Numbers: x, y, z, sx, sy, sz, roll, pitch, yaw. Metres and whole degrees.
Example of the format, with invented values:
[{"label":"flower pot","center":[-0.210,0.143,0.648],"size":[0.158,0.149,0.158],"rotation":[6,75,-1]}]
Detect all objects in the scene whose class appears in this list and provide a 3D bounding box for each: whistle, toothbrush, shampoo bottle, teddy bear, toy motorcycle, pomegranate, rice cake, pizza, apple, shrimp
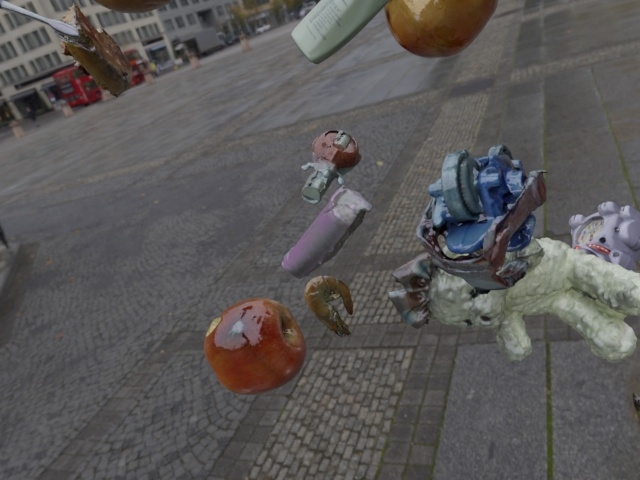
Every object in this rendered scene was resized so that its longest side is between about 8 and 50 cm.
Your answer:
[{"label":"whistle","center":[0.025,-0.221,1.525],"size":[0.134,0.142,0.346],"rotation":[-38,16,37]},{"label":"toothbrush","center":[-0.534,-0.388,0.851],"size":[0.026,0.288,0.024],"rotation":[140,146,-64]},{"label":"shampoo bottle","center":[0.052,-0.331,0.711],"size":[0.212,0.072,0.049],"rotation":[-41,-20,23]},{"label":"teddy bear","center":[0.397,0.138,1.090],"size":[0.362,0.327,0.375],"rotation":[-19,40,-26]},{"label":"toy motorcycle","center":[0.271,-0.038,0.899],"size":[0.182,0.241,0.319],"rotation":[24,24,31]},{"label":"pomegranate","center":[0.221,-0.439,0.972],"size":[0.209,0.209,0.209],"rotation":[-16,24,7]},{"label":"rice cake","center":[0.001,0.000,0.706],"size":[0.049,0.055,0.270],"rotation":[-36,-4,-24]},{"label":"pizza","center":[-0.464,-0.375,1.084],"size":[0.086,0.161,0.305],"rotation":[-30,5,0]},{"label":"apple","center":[-0.127,0.198,0.985],"size":[0.199,0.199,0.199],"rotation":[-16,24,7]},{"label":"shrimp","center":[0.044,0.203,1.628],"size":[0.133,0.236,0.053],"rotation":[-37,18,-6]}]

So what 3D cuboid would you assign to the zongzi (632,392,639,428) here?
[{"label":"zongzi","center":[0.664,0.379,0.834],"size":[0.286,0.138,0.299],"rotation":[-21,60,34]}]

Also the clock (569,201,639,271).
[{"label":"clock","center":[0.677,0.055,1.280],"size":[0.189,0.189,0.254],"rotation":[5,50,44]}]

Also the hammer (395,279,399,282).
[{"label":"hammer","center":[0.309,0.091,1.597],"size":[0.125,0.027,0.297],"rotation":[-10,-10,-22]}]

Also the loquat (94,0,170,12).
[{"label":"loquat","center":[-0.472,-0.721,1.272],"size":[0.329,0.328,0.328],"rotation":[-16,24,7]}]
